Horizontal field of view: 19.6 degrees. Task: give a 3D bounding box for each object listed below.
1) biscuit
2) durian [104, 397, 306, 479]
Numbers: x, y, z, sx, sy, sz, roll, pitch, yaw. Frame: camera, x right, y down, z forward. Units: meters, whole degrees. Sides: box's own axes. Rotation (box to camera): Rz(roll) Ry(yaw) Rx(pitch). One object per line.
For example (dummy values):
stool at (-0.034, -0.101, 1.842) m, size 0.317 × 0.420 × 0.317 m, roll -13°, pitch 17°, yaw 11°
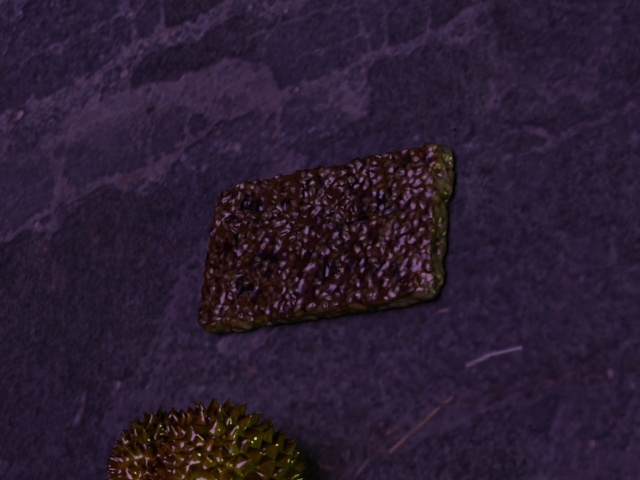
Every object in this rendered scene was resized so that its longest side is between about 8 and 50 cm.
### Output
biscuit at (0.000, 0.000, 1.419) m, size 0.231 × 0.025 × 0.131 m, roll -12°, pitch 62°, yaw 37°
durian at (-0.087, 0.187, 1.327) m, size 0.158 × 0.137 × 0.168 m, roll -45°, pitch 34°, yaw 42°
